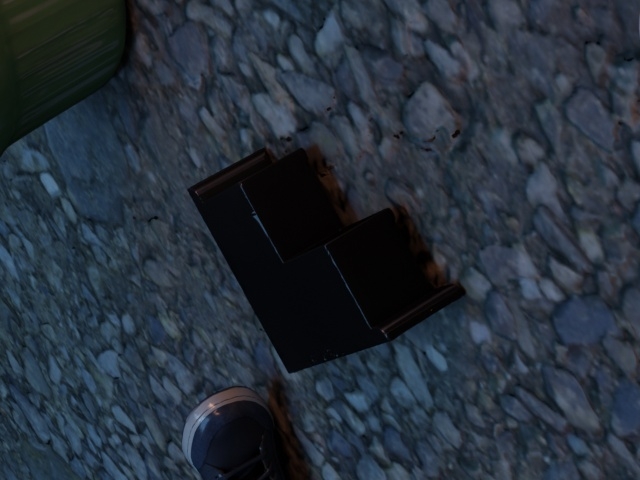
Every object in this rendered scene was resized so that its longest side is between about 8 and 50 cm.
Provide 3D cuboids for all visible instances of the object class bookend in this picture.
[{"bbox_3d":[0.000,0.000,1.273,0.157,0.072,0.156,61,151,-2],"label":"bookend"}]

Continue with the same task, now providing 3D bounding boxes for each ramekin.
[{"bbox_3d":[-0.288,-0.216,1.446,0.303,0.148,0.303,39,146,33],"label":"ramekin"}]

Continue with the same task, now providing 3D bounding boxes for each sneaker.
[{"bbox_3d":[-0.039,0.234,1.531,0.163,0.086,0.226,51,162,38],"label":"sneaker"}]
